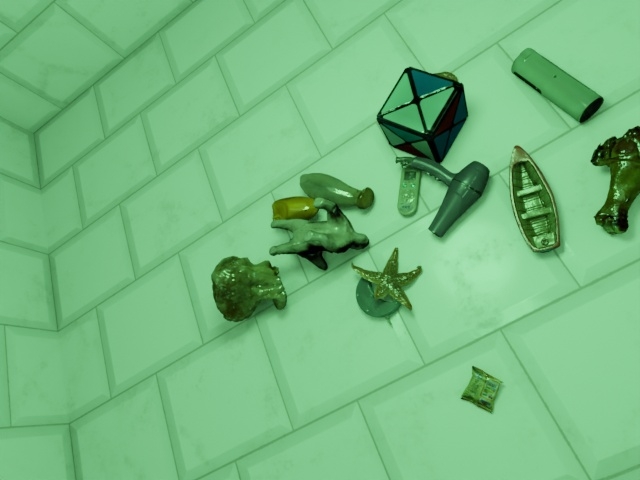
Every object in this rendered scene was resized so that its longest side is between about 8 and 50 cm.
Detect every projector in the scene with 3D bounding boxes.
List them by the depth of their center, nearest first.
[{"bbox_3d":[0.850,-0.566,1.671,0.108,0.108,0.337,-41,61,9],"label":"projector"}]

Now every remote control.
[{"bbox_3d":[0.354,-0.202,1.831,0.078,0.042,0.222,2,73,27],"label":"remote control"}]

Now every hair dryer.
[{"bbox_3d":[0.421,-0.215,1.754,0.361,0.121,0.301,38,98,28],"label":"hair dryer"}]

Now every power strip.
[{"bbox_3d":[0.215,0.226,1.755,0.137,0.044,0.216,-45,59,6],"label":"power strip"}]

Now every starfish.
[{"bbox_3d":[0.260,0.132,1.743,0.295,0.048,0.231,32,68,28],"label":"starfish"}]

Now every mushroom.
[{"bbox_3d":[0.059,-0.206,1.931,0.350,0.128,0.128,17,81,26],"label":"mushroom"}]

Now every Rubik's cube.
[{"bbox_3d":[0.398,-0.480,1.783,0.250,0.248,0.246,30,87,30],"label":"Rubik's cube"}]

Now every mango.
[{"bbox_3d":[-0.108,-0.127,1.958,0.252,0.153,0.126,-10,86,40],"label":"mango"}]

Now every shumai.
[{"bbox_3d":[-0.272,0.193,1.864,0.262,0.314,0.267,-2,60,21],"label":"shumai"}]

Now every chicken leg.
[{"bbox_3d":[0.966,-0.217,1.480,0.211,0.140,0.361,34,86,22],"label":"chicken leg"}]

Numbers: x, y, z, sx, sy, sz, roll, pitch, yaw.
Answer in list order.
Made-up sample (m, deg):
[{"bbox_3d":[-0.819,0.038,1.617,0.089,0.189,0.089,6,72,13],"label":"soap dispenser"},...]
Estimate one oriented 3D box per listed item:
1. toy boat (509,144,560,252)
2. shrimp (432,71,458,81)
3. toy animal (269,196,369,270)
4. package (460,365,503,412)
[{"bbox_3d":[0.733,-0.146,1.605,0.136,0.079,0.392,-16,68,23],"label":"toy boat"},{"bbox_3d":[0.476,-0.655,1.923,0.190,0.042,0.101,11,86,27],"label":"shrimp"},{"bbox_3d":[0.000,0.000,1.845,0.344,0.302,0.194,-17,59,47],"label":"toy animal"},{"bbox_3d":[0.532,0.491,1.521,0.108,0.031,0.121,21,89,30],"label":"package"}]
